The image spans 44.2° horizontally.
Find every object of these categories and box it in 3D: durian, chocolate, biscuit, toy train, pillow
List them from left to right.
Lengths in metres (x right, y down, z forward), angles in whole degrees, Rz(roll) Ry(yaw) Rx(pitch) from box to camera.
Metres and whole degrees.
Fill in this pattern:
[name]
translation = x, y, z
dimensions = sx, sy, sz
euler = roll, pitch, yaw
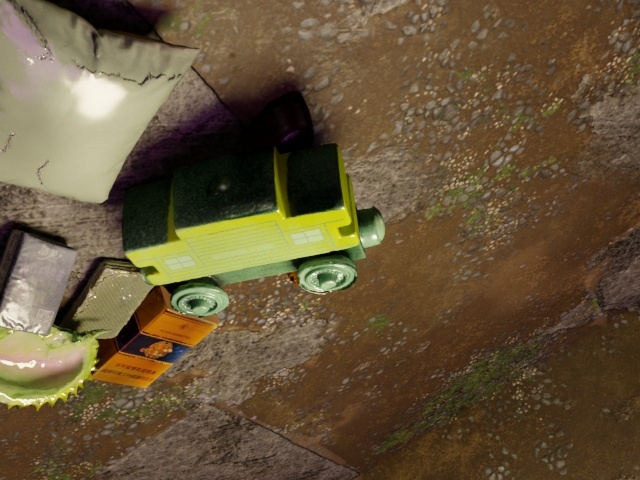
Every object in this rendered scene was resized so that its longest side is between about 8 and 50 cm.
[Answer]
[durian]
translation = -0.532, 0.175, 1.338
dimensions = 0.169, 0.158, 0.351
euler = -40, 132, 15
[pillow]
translation = -0.358, -0.180, 1.047
dimensions = 0.312, 0.119, 0.310
euler = 13, 126, -43
[biscuit]
translation = -0.397, 0.115, 1.473
dimensions = 0.121, 0.041, 0.199
euler = 9, 131, -44
[toy train]
translation = -0.121, -0.018, 1.314
dimensions = 0.441, 0.179, 0.272
euler = -12, 146, 10
[chocolate]
translation = -0.064, -0.164, 1.314
dimensions = 0.125, 0.080, 0.149
euler = -11, 144, -24

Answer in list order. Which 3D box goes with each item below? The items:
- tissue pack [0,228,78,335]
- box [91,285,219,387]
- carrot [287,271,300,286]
[tissue pack]
translation = -0.470, 0.070, 1.284
dimensions = 0.112, 0.051, 0.156
euler = 25, 81, -52
[box]
translation = -0.341, 0.201, 1.600
dimensions = 0.237, 0.070, 0.152
euler = -43, 143, 17
[carrot]
translation = 0.001, 0.000, 1.587
dimensions = 0.068, 0.069, 0.229
euler = 2, 134, -37
